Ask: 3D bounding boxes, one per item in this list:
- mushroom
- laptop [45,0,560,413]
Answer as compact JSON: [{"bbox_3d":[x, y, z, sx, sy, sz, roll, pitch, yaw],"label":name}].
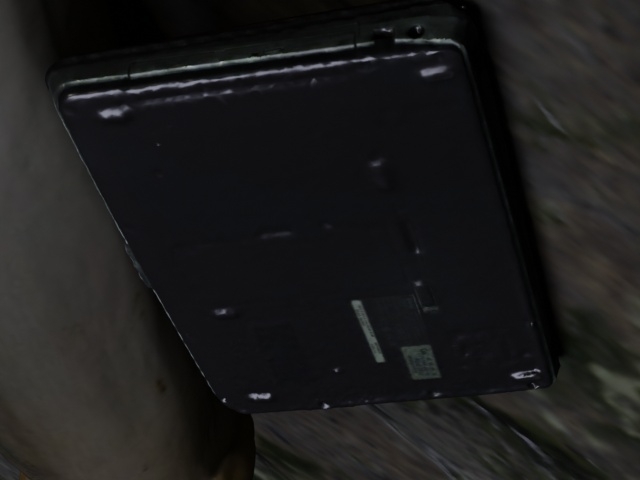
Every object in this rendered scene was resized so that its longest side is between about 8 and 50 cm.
[{"bbox_3d":[-0.134,-0.011,0.695,0.154,0.137,0.407,4,136,17],"label":"mushroom"},{"bbox_3d":[0.000,0.000,0.628,0.154,0.026,0.207,-7,139,12],"label":"laptop"}]
